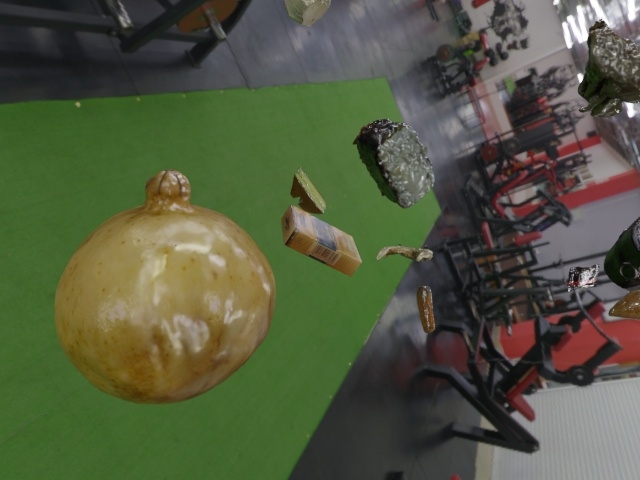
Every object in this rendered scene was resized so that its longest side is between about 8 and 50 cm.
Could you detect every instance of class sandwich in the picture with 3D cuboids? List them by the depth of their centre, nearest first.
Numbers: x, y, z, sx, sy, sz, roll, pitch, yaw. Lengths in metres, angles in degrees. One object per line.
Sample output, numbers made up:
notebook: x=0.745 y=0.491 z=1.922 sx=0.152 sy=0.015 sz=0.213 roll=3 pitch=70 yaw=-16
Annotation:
sandwich: x=-0.069 y=-0.203 z=1.983 sx=0.244 sy=0.088 sz=0.090 roll=54 pitch=34 yaw=-34

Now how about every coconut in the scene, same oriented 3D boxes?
coconut: x=-0.037 y=-0.585 z=1.118 sx=0.110 sy=0.124 sz=0.110 roll=8 pitch=70 yaw=-24

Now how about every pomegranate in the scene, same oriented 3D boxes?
pomegranate: x=-0.269 y=0.078 z=0.817 sx=0.410 sy=0.410 sz=0.410 roll=38 pitch=42 yaw=-45

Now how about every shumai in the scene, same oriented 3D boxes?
shumai: x=0.732 y=-0.417 z=1.173 sx=0.218 sy=0.185 sz=0.184 roll=34 pitch=44 yaw=-5

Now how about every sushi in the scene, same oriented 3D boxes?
sushi: x=0.259 y=-0.260 z=1.529 sx=0.343 sy=0.196 sz=0.182 roll=51 pitch=2 yaw=-41

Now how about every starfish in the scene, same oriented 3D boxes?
starfish: x=0.220 y=0.031 z=1.173 sx=0.247 sy=0.138 sz=0.050 roll=13 pitch=78 yaw=-75

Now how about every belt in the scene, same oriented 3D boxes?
belt: x=0.813 y=0.031 z=1.082 sx=0.289 sy=0.164 sz=0.184 roll=-22 pitch=56 yaw=-23

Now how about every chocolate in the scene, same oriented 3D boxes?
chocolate: x=0.866 y=0.121 z=1.495 sx=0.182 sy=0.028 sz=0.086 roll=-5 pitch=100 yaw=-35

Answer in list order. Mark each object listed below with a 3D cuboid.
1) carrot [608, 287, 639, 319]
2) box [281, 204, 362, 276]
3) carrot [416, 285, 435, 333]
carrot: x=0.657 y=0.103 z=0.820 sx=0.102 sy=0.263 sz=0.102 roll=-13 pitch=90 yaw=-81
box: x=0.000 y=0.001 z=1.356 sx=0.237 sy=0.070 sz=0.152 roll=29 pitch=24 yaw=-23
carrot: x=0.406 y=0.267 z=1.754 sx=0.060 sy=0.060 sz=0.186 roll=20 pitch=62 yaw=-55
